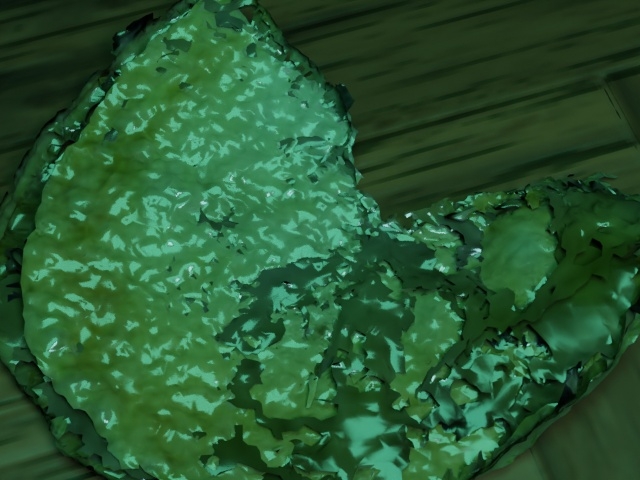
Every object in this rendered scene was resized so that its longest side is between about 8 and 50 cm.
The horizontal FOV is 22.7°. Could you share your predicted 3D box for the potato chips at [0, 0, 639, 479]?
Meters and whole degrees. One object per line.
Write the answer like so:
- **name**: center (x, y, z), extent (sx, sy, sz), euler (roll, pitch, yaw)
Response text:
- **potato chips**: center (0.000, 0.002, 0.536), extent (0.219, 0.029, 0.202), euler (13, 59, 11)
